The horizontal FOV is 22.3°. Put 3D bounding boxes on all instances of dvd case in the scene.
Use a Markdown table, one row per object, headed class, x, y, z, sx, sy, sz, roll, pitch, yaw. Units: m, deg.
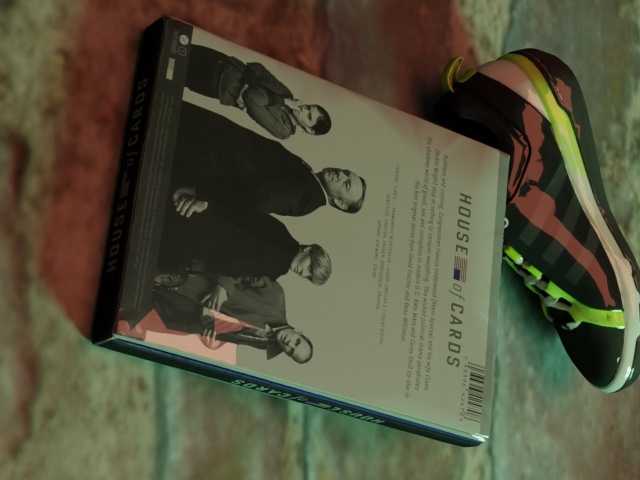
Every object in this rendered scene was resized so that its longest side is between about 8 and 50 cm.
| class | x | y | z | sx | sy | sz | roll | pitch | yaw |
| --- | --- | --- | --- | --- | --- | --- | --- | --- | --- |
| dvd case | 0.000 | 0.000 | 0.881 | 0.239 | 0.030 | 0.179 | 19 | 67 | -31 |

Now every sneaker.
| class | x | y | z | sx | sy | sz | roll | pitch | yaw |
| --- | --- | --- | --- | --- | --- | --- | --- | --- | --- |
| sneaker | 0.129 | -0.007 | 1.027 | 0.097 | 0.084 | 0.234 | -21 | 96 | -21 |
